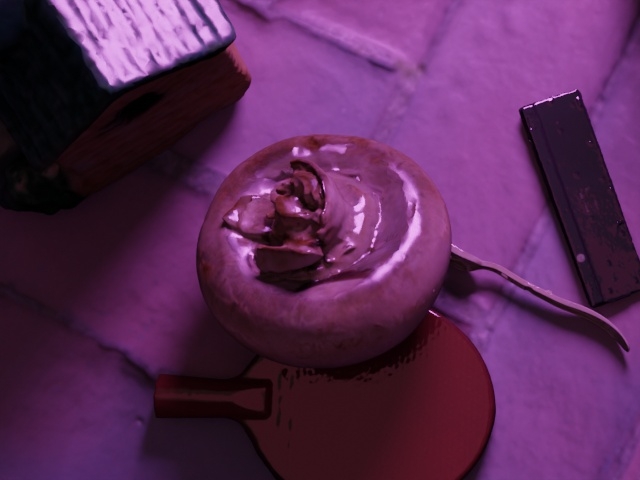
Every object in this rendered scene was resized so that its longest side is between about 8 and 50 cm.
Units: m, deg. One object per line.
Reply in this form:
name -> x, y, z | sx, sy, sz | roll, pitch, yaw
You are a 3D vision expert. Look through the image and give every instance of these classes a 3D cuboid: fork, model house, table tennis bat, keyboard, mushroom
fork -> 0.183, 0.044, 1.609 | 0.219, 0.034, 0.028 | 32, 63, 8
model house -> -0.269, -0.244, 1.536 | 0.334, 0.342, 0.382 | -34, 82, 2
table tennis bat -> 0.003, 0.147, 1.615 | 0.310, 0.038, 0.200 | 2, 82, 7
keyboard -> 0.238, -0.038, 1.615 | 0.060, 0.018, 0.196 | -18, 83, -2
mushroom -> 0.000, 0.000, 1.549 | 0.226, 0.178, 0.226 | -9, 47, 10
